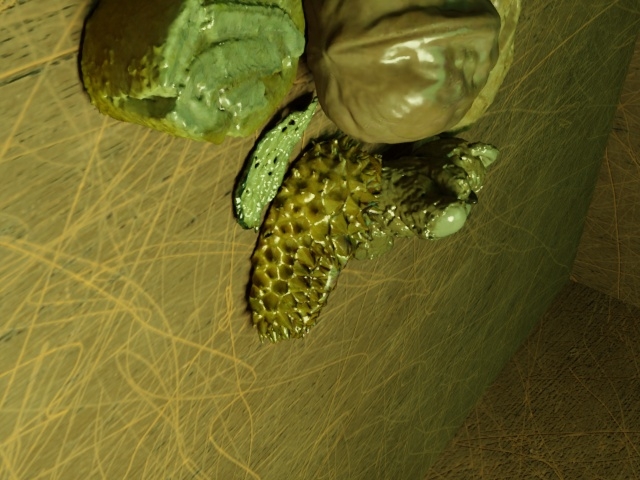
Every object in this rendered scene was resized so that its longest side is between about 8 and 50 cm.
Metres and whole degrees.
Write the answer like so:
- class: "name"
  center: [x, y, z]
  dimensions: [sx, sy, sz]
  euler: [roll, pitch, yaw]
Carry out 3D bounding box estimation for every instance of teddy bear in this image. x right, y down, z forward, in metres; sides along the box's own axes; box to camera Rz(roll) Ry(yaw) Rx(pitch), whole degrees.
- class: "teddy bear"
  center: [0.176, -0.084, 1.408]
  dimensions: [0.256, 0.267, 0.156]
  euler: [-23, 91, -39]

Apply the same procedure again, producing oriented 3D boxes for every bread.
- class: "bread"
  center: [-0.106, -0.201, 0.839]
  dimensions: [0.257, 0.124, 0.186]
  euler: [-30, 137, -52]

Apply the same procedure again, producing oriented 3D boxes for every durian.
- class: "durian"
  center: [-0.001, 0.000, 1.217]
  dimensions: [0.341, 0.112, 0.191]
  euler: [-61, 156, -5]

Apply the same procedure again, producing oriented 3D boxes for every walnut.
- class: "walnut"
  center: [0.100, -0.252, 1.064]
  dimensions: [0.273, 0.227, 0.273]
  euler: [-37, 143, -35]

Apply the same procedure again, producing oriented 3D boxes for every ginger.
- class: "ginger"
  center: [0.260, -0.336, 1.402]
  dimensions: [0.189, 0.126, 0.354]
  euler: [-10, 126, -36]

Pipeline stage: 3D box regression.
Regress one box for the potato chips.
- class: "potato chips"
  center: [-0.058, -0.109, 1.111]
  dimensions: [0.208, 0.028, 0.092]
  euler: [-62, 155, -3]
